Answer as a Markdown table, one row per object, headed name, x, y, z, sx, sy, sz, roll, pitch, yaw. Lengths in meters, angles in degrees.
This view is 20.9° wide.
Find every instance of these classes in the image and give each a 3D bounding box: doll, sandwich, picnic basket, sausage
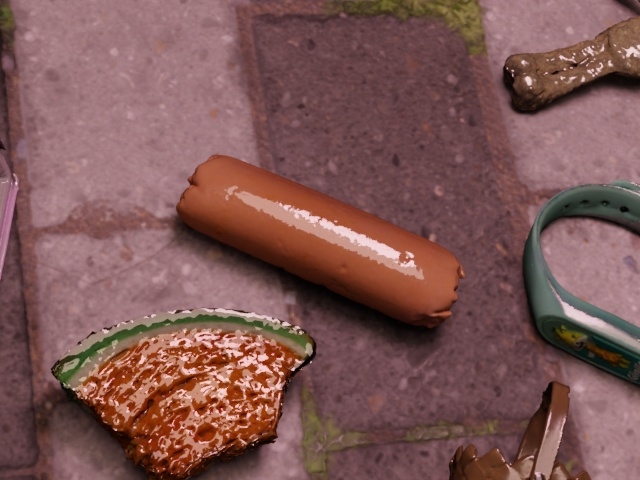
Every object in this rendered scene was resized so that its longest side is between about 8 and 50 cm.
| name | x | y | z | sx | sy | sz | roll | pitch | yaw |
| --- | --- | --- | --- | --- | --- | --- | --- | --- | --- |
| doll | 0.342 | -0.215 | 1.873 | 0.286 | 0.091 | 0.202 | 4 | 49 | 5 |
| sandwich | -0.116 | 0.136 | 1.605 | 0.235 | 0.079 | 0.159 | -22 | 77 | -16 |
| picnic basket | 0.188 | 0.213 | 1.575 | 0.138 | 0.128 | 0.178 | 17 | 77 | -3 |
| sausage | 0.001 | 0.000 | 1.689 | 0.289 | 0.086 | 0.086 | 23 | 60 | 5 |

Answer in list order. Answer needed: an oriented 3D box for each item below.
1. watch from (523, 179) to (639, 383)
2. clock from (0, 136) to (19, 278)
| name | x | y | z | sx | sy | sz | roll | pitch | yaw |
| --- | --- | --- | --- | --- | --- | --- | --- | --- | --- |
| watch | 0.315 | 0.044 | 1.732 | 0.237 | 0.068 | 0.195 | 25 | 58 | 9 |
| clock | -0.341 | -0.016 | 1.604 | 0.071 | 0.147 | 0.192 | 1 | 61 | 7 |
